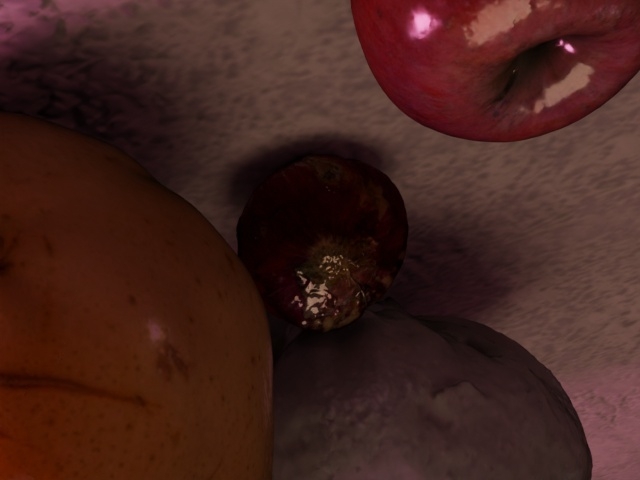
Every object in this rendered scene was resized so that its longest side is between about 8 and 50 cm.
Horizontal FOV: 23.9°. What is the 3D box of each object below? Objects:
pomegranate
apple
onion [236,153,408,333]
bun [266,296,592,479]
[{"bbox_3d":[-0.173,0.090,0.774,0.319,0.319,0.319,-11,153,-6],"label":"pomegranate"},{"bbox_3d":[0.085,-0.119,0.668,0.153,0.120,0.153,-15,150,-9],"label":"apple"},{"bbox_3d":[0.000,0.000,0.894,0.107,0.097,0.107,-12,117,-26],"label":"onion"},{"bbox_3d":[0.009,0.140,1.033,0.355,0.194,0.354,-10,167,-2],"label":"bun"}]
